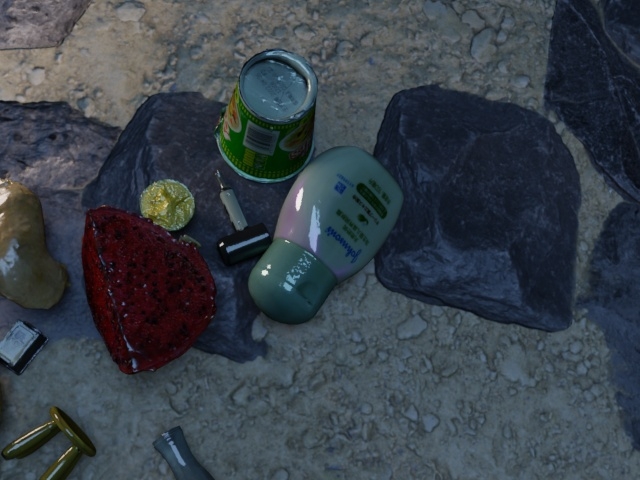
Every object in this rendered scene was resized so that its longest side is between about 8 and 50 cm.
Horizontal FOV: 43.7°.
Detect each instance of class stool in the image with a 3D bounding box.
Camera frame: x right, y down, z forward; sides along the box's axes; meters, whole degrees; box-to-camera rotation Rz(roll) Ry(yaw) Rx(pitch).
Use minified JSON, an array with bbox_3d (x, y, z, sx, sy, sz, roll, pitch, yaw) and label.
[{"bbox_3d":[-0.456,0.358,1.350,0.110,0.135,0.134,-41,40,-15],"label":"stool"}]

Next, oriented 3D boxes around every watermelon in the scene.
[{"bbox_3d":[-0.293,-0.060,1.519,0.105,0.062,0.106,6,70,-15],"label":"watermelon"}]

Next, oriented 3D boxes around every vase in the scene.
[{"bbox_3d":[-0.216,0.429,1.391,0.086,0.086,0.214,-31,77,-16],"label":"vase"}]

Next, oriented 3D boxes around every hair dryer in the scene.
[{"bbox_3d":[-0.173,-0.051,1.552,0.100,0.057,0.198,-19,70,-15],"label":"hair dryer"}]

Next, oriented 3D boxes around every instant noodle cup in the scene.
[{"bbox_3d":[-0.096,-0.242,1.516,0.206,0.233,0.207,2,74,-8],"label":"instant noodle cup"}]

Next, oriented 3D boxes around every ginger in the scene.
[{"bbox_3d":[-0.550,0.008,1.420,0.137,0.152,0.267,-25,84,14],"label":"ginger"}]

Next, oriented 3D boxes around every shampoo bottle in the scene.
[{"bbox_3d":[0.000,0.000,1.499,0.222,0.151,0.350,47,70,-31],"label":"shampoo bottle"}]

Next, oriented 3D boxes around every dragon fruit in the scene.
[{"bbox_3d":[-0.307,0.101,1.442,0.205,0.152,0.317,-7,66,-33],"label":"dragon fruit"}]

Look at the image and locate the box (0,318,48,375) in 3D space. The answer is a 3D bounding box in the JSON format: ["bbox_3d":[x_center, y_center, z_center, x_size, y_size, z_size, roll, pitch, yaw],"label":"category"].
[{"bbox_3d":[-0.533,0.186,1.408,0.060,0.063,0.085,36,72,0],"label":"box"}]

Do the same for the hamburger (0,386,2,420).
[{"bbox_3d":[-0.664,0.279,1.320,0.259,0.144,0.283,-13,83,-16],"label":"hamburger"}]
